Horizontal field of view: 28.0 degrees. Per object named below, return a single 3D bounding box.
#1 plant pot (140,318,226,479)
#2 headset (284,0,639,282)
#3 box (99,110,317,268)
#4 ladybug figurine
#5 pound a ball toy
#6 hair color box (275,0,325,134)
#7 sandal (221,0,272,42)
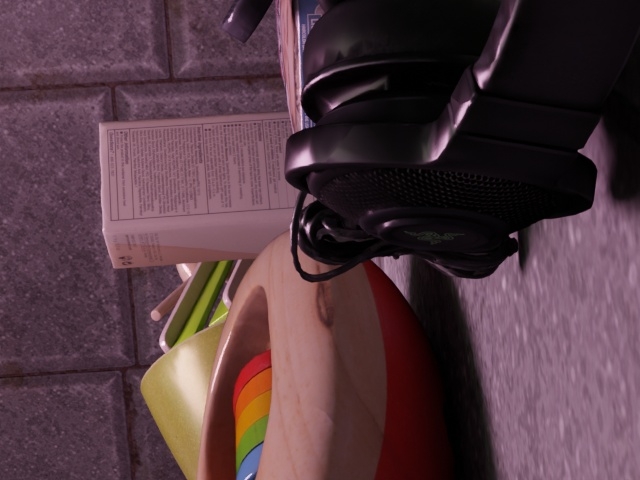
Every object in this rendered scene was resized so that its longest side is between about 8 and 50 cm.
[{"bbox_3d":[-0.030,0.257,1.454,0.275,0.274,0.294,95,155,-66],"label":"plant pot"},{"bbox_3d":[0.075,-0.096,0.584,0.394,0.185,0.243,119,155,-53],"label":"headset"},{"bbox_3d":[-0.096,-0.061,1.498,0.121,0.311,0.148,97,170,-67],"label":"box"},{"bbox_3d":[0.004,0.173,1.050,0.449,0.161,0.305,-95,24,-55],"label":"ladybug figurine"},{"bbox_3d":[-0.123,0.094,1.754,0.136,0.208,0.319,49,-155,-15],"label":"pound a ball toy"},{"bbox_3d":[0.015,-0.208,1.284,0.347,0.105,0.174,-103,10,-65],"label":"hair color box"},{"bbox_3d":[0.001,-0.279,1.107,0.255,0.054,0.097,-57,11,14],"label":"sandal"}]
